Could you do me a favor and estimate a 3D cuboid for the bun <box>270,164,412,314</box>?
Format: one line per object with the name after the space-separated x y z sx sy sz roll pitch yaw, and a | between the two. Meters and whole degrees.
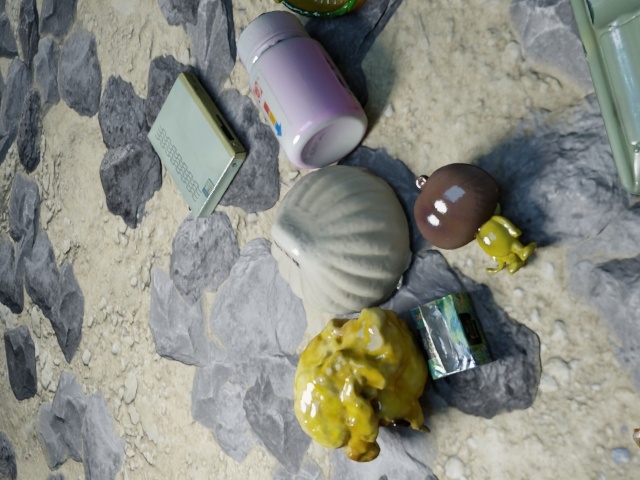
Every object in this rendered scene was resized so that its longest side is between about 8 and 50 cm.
0.000 0.000 1.071 0.263 0.175 0.263 1 91 45 | bun

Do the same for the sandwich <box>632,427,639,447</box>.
0.466 0.230 0.687 0.212 0.109 0.292 -52 55 39 | sandwich

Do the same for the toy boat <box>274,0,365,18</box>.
0.000 -0.428 1.113 0.229 0.088 0.089 12 100 42 | toy boat

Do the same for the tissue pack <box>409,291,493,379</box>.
0.187 0.141 0.960 0.085 0.079 0.111 -28 72 39 | tissue pack

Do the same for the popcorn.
0.056 0.224 1.015 0.191 0.190 0.254 3 97 52 | popcorn

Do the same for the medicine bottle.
-0.037 -0.260 1.112 0.152 0.152 0.255 -45 61 35 | medicine bottle

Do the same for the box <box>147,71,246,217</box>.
-0.273 -0.204 1.407 0.270 0.045 0.211 54 125 28 | box

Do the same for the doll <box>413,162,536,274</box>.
0.213 -0.027 0.933 0.188 0.096 0.145 53 144 -2 | doll

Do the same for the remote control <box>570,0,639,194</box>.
0.379 -0.227 0.772 0.128 0.065 0.335 -23 75 51 | remote control
